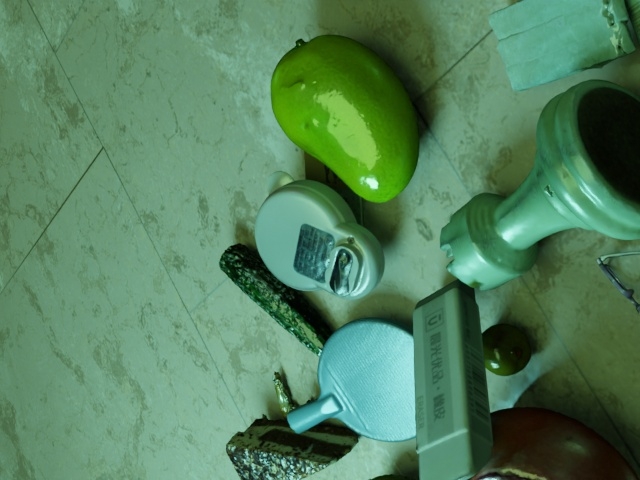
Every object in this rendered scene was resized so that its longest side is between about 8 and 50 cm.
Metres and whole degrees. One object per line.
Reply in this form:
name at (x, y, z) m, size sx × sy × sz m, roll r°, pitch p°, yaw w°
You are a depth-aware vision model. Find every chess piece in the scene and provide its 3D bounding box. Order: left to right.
chess piece at (0.282, -0.045, 1.063) m, size 0.299 × 0.194 × 0.194 m, roll -42°, pitch 72°, yaw 51°

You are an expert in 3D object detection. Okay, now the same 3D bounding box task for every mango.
mango at (0.045, -0.191, 1.255) m, size 0.273 × 0.149 × 0.185 m, roll 40°, pitch 119°, yaw 21°

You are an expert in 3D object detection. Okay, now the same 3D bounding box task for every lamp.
lamp at (0.002, 0.000, 1.355) m, size 0.246 × 0.108 × 0.179 m, roll 30°, pitch 125°, yaw 28°

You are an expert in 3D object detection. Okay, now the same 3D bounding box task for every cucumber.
cucumber at (-0.067, 0.111, 1.497) m, size 0.293 × 0.067 × 0.067 m, roll 40°, pitch 125°, yaw 27°

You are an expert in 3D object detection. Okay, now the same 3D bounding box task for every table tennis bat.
table tennis bat at (0.068, 0.246, 1.397) m, size 0.329 × 0.044 × 0.215 m, roll -34°, pitch 90°, yaw 36°

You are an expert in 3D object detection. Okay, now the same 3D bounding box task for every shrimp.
shrimp at (-0.049, 0.289, 1.555) m, size 0.083 × 0.023 × 0.114 m, roll -17°, pitch 95°, yaw 41°

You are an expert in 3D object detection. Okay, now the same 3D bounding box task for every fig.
fig at (0.255, 0.154, 1.205) m, size 0.088 × 0.074 × 0.074 m, roll -168°, pitch 69°, yaw -69°

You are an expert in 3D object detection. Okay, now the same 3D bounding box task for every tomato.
tomato at (0.296, 0.348, 1.150) m, size 0.289 × 0.176 × 0.335 m, roll 39°, pitch 142°, yaw -8°

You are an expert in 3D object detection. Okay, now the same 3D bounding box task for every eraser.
eraser at (0.175, 0.180, 1.140) m, size 0.089 × 0.061 × 0.352 m, roll -35°, pitch 34°, yaw 31°

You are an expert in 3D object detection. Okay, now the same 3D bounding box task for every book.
book at (0.022, -0.087, 1.396) m, size 0.118 × 0.012 × 0.172 m, roll 7°, pitch 106°, yaw 41°

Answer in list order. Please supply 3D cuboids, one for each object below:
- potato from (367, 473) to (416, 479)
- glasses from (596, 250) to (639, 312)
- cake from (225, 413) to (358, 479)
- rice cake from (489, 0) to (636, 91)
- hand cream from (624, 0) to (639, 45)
potato at (0.172, 0.473, 1.313) m, size 0.298 × 0.141 × 0.176 m, roll 28°, pitch 142°, yaw 38°
glasses at (0.424, 0.044, 1.048) m, size 0.104 × 0.062 × 0.140 m, roll -46°, pitch 68°, yaw 16°
cake at (-0.036, 0.404, 1.515) m, size 0.246 × 0.112 × 0.135 m, roll -1°, pitch 112°, yaw 35°
rice cake at (0.291, -0.255, 1.028) m, size 0.211 × 0.038 × 0.124 m, roll -19°, pitch 89°, yaw 67°
hand cream at (0.411, -0.238, 0.940) m, size 0.147 × 0.093 × 0.306 m, roll -25°, pitch 84°, yaw 28°
